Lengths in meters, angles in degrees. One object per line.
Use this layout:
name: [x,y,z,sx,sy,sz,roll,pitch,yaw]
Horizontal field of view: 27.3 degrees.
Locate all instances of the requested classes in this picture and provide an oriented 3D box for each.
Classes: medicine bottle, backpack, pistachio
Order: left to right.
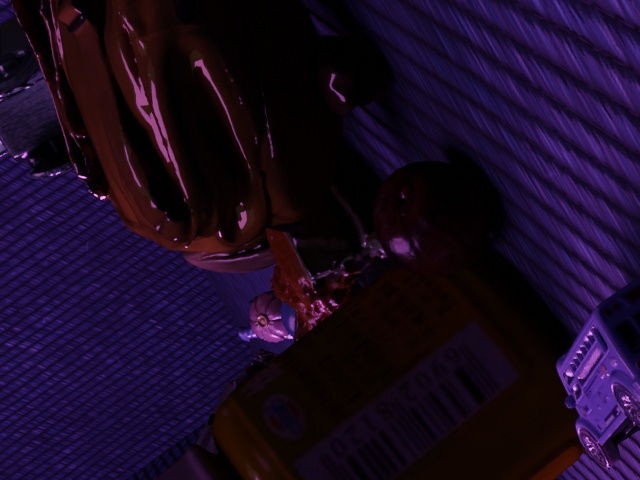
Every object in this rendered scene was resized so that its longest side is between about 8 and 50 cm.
backpack: [-0.125,-0.170,1.086,0.353,0.201,0.378,25,134,59]
pistachio: [-0.098,-0.023,1.732,0.138,0.153,0.238,48,147,-19]
medicine bottle: [0.018,0.194,1.087,0.224,0.384,0.224,50,172,9]

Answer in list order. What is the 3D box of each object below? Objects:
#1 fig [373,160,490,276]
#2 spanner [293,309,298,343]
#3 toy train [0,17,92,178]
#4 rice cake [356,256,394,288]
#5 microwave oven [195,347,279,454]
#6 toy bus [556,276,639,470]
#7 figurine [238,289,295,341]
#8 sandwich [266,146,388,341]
fig: [0.099,-0.006,0.993,0.125,0.089,0.089,28,-168,-41]
spanner: [-0.018,0.117,1.685,0.093,0.026,0.325,41,158,19]
toy train: [-0.309,-0.216,1.658,0.167,0.299,0.238,64,-179,-36]
rice cake: [0.044,0.019,1.368,0.336,0.063,0.066,52,167,19]
microwave oven: [0.026,0.300,1.539,0.374,0.236,0.432,27,173,-8]
toy bus: [0.190,0.077,0.797,0.076,0.073,0.167,55,168,17]
figurine: [-0.022,0.101,1.823,0.178,0.114,0.144,-10,159,38]
sandwich: [-0.004,-0.007,1.294,0.185,0.109,0.160,55,156,36]
